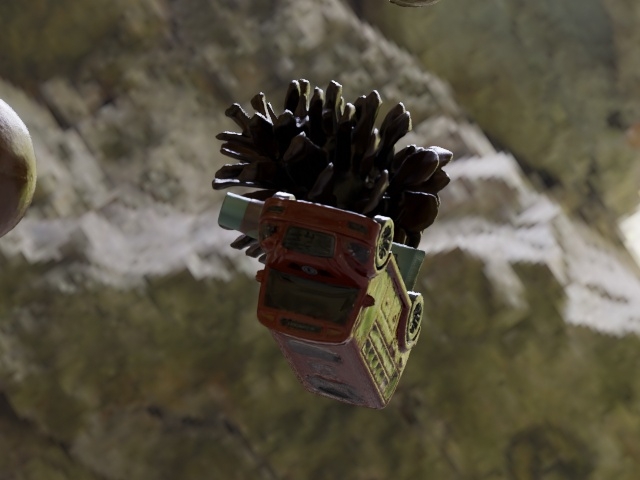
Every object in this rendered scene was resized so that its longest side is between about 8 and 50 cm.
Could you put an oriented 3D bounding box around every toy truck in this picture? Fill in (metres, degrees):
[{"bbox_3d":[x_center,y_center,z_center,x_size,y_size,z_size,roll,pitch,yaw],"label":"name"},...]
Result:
[{"bbox_3d":[0.013,0.056,1.613,0.252,0.108,0.114,63,-137,-63],"label":"toy truck"}]

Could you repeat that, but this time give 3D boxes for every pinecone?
[{"bbox_3d":[-0.002,-0.056,2.015,0.264,0.264,0.264,-33,-5,-4],"label":"pinecone"}]

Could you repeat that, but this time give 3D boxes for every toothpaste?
[{"bbox_3d":[0.000,0.000,1.832,0.036,0.205,0.056,102,-172,-58],"label":"toothpaste"}]

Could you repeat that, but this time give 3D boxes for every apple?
[{"bbox_3d":[-0.381,-0.079,1.840,0.181,0.181,0.168,-36,-25,29],"label":"apple"}]

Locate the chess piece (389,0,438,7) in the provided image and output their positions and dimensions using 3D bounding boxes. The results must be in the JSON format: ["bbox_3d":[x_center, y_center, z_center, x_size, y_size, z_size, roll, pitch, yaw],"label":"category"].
[{"bbox_3d":[0.104,-0.247,1.453,0.090,0.090,0.200,-32,4,-17],"label":"chess piece"}]
